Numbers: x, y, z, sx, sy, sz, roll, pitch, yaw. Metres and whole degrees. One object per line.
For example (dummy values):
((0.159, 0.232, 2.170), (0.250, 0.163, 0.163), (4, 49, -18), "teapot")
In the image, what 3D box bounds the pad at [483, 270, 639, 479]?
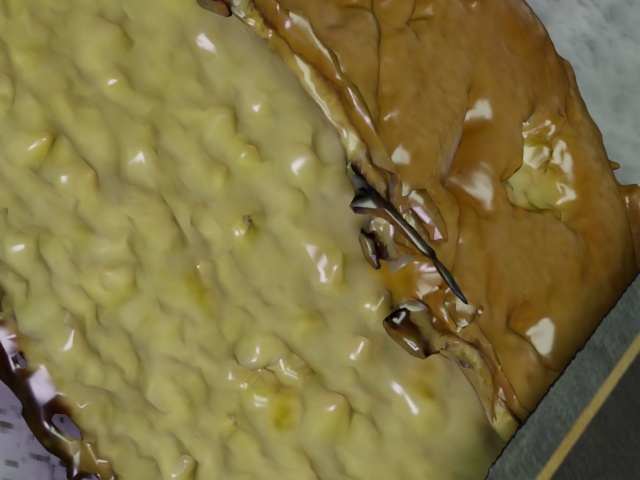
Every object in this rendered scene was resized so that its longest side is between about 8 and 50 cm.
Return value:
((0.180, 0.166, 0.533), (0.315, 0.063, 0.375), (-48, 115, -33), "pad")

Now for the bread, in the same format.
((0.004, 0.003, 0.558), (0.261, 0.160, 0.147), (55, 42, -6), "bread")
